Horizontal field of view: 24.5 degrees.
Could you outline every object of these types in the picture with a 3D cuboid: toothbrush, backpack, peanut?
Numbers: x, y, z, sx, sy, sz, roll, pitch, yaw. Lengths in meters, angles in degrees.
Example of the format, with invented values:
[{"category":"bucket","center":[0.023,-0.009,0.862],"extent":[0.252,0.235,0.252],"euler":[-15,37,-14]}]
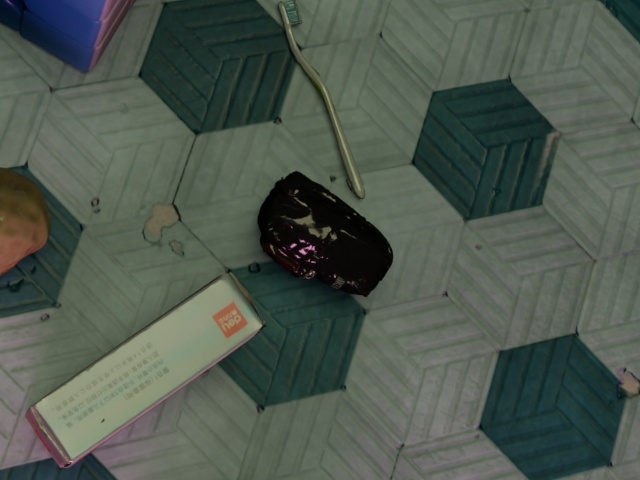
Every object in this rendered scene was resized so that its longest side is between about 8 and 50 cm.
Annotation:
[{"category":"toothbrush","center":[0.000,-0.171,1.792],"extent":[0.026,0.022,0.263],"euler":[-19,85,-5]},{"category":"backpack","center":[0.002,0.001,1.715],"extent":[0.165,0.120,0.106],"euler":[37,94,-6]},{"category":"peanut","center":[-0.449,-0.012,1.584],"extent":[0.313,0.149,0.149],"euler":[0,80,-14]}]

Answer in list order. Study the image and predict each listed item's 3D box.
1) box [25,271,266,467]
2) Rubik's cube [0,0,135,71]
[{"category":"box","center":[-0.193,0.143,1.623],"extent":[0.269,0.135,0.079],"euler":[-35,90,-18]},{"category":"Rubik's cube","center":[-0.297,-0.407,1.618],"extent":[0.292,0.290,0.291],"euler":[31,74,-6]}]
